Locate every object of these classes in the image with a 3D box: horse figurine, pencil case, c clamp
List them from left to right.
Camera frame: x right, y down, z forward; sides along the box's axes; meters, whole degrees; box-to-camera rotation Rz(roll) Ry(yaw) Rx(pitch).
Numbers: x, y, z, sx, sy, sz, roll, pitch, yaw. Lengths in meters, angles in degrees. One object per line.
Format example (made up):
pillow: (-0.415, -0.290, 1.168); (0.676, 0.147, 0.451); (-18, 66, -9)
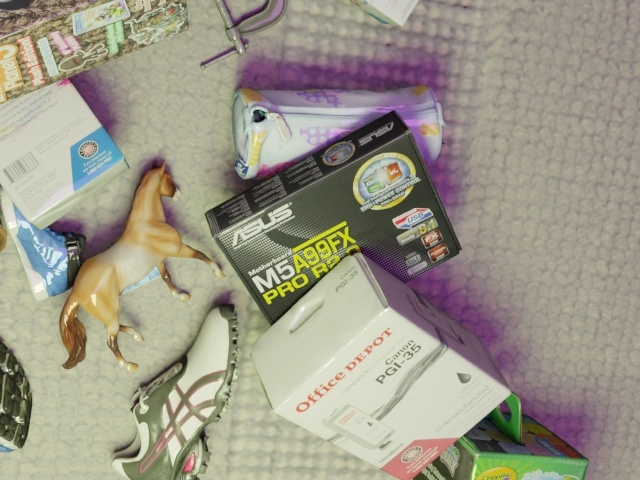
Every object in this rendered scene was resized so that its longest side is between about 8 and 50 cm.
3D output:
horse figurine: (-0.237, 0.048, 1.259); (0.263, 0.066, 0.174); (-46, 127, -21)
c clamp: (-0.113, -0.314, 1.263); (0.137, 0.022, 0.161); (-22, 108, -11)
pencil case: (0.019, -0.143, 1.287); (0.273, 0.124, 0.113); (-3, 63, -18)

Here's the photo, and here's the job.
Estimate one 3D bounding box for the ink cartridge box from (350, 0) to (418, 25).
ink cartridge box: (0.056, -0.328, 1.275); (0.122, 0.088, 0.052); (32, 94, -20)

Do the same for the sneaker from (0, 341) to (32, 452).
sneaker: (-0.495, 0.166, 1.210); (0.147, 0.130, 0.330); (-32, 126, 26)

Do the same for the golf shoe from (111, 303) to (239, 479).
golf shoe: (-0.182, 0.206, 1.314); (0.120, 0.105, 0.273); (18, 96, -12)

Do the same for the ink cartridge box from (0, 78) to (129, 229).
ink cartridge box: (-0.346, -0.145, 1.178); (0.134, 0.078, 0.231); (-35, 88, -7)

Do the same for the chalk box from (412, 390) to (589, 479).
chalk box: (0.248, 0.346, 1.431); (0.179, 0.180, 0.289); (9, 100, -18)

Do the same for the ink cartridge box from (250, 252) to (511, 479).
ink cartridge box: (0.080, 0.174, 1.312); (0.207, 0.117, 0.283); (-44, 129, 14)

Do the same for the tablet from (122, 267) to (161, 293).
tablet: (-0.250, 0.037, 1.306); (0.083, 0.006, 0.054); (-25, 107, -11)

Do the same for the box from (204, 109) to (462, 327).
box: (0.022, -0.010, 1.270); (0.270, 0.060, 0.216); (-28, 129, 0)

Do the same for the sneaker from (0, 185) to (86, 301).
sneaker: (-0.338, -0.007, 1.243); (0.084, 0.058, 0.152); (-20, 104, -14)

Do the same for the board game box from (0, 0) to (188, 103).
board game box: (-0.323, -0.303, 1.090); (0.291, 0.141, 0.232); (-25, 78, -11)

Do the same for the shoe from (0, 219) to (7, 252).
shoe: (-0.481, 0.029, 1.213); (0.219, 0.058, 0.076); (-29, 137, -5)
